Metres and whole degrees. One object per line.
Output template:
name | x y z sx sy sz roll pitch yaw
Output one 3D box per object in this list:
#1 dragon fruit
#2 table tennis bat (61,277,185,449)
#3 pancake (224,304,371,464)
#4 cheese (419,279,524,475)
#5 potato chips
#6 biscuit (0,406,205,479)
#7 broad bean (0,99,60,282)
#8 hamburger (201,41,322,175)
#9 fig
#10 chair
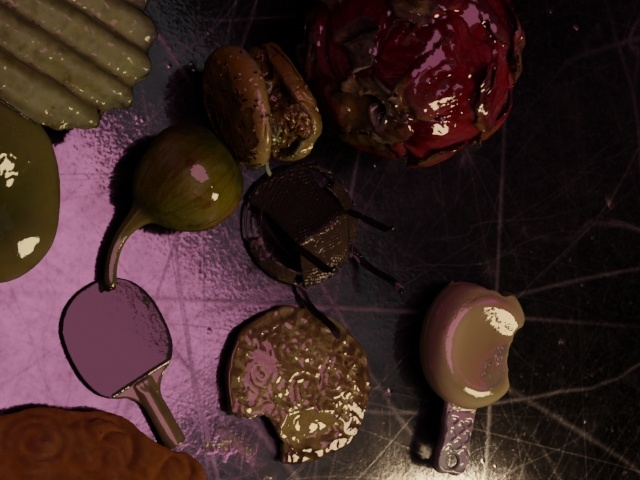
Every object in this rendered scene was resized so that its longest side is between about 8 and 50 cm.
dragon fruit | 0.128 -0.256 1.677 0.329 0.329 0.329 1 87 -25
table tennis bat | -0.249 0.167 1.631 0.138 0.022 0.246 -32 100 -23
pancake | -0.028 0.201 1.729 0.212 0.029 0.235 -43 106 -21
cheese | 0.216 0.205 1.819 0.163 0.082 0.286 11 86 -24
potato chips | -0.381 -0.337 1.510 0.429 0.070 0.358 31 54 -29
biscuit | -0.303 0.364 1.471 0.385 0.062 0.365 8 51 -18
broad bean | -0.418 -0.078 1.523 0.189 0.121 0.263 -19 111 -30
hamburger | -0.086 -0.172 1.641 0.113 0.177 0.185 -16 114 -34
fig | -0.213 -0.040 1.617 0.245 0.149 0.149 -44 106 -4
chair | 0.000 0.000 1.719 0.174 0.149 0.213 -34 58 -21
